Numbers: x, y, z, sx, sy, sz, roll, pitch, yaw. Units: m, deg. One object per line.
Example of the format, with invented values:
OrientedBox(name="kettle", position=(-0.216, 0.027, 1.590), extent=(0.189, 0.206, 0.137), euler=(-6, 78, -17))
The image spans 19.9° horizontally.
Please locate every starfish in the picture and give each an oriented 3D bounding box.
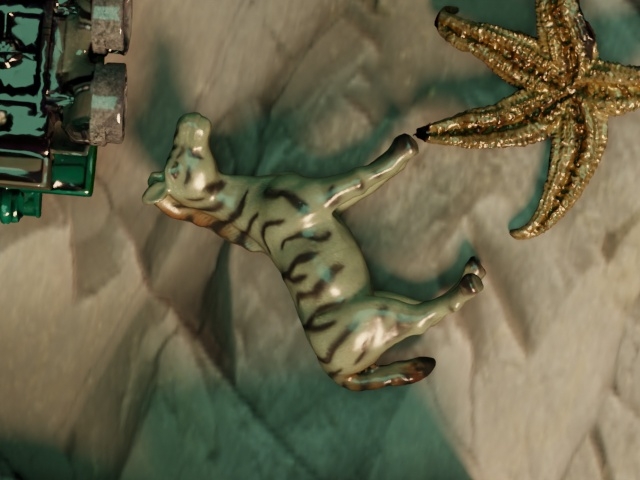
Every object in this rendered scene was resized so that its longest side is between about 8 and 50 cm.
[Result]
OrientedBox(name="starfish", position=(0.182, -0.110, 1.325), extent=(0.238, 0.057, 0.213), euler=(-5, 98, 14))

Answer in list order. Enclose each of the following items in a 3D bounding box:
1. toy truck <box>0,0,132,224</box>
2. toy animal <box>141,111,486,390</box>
OrientedBox(name="toy truck", position=(-0.217, -0.193, 1.316), extent=(0.177, 0.178, 0.363), euler=(4, 89, -2))
OrientedBox(name="toy animal", position=(0.010, -0.015, 1.333), extent=(0.255, 0.090, 0.170), euler=(45, 100, 9))
